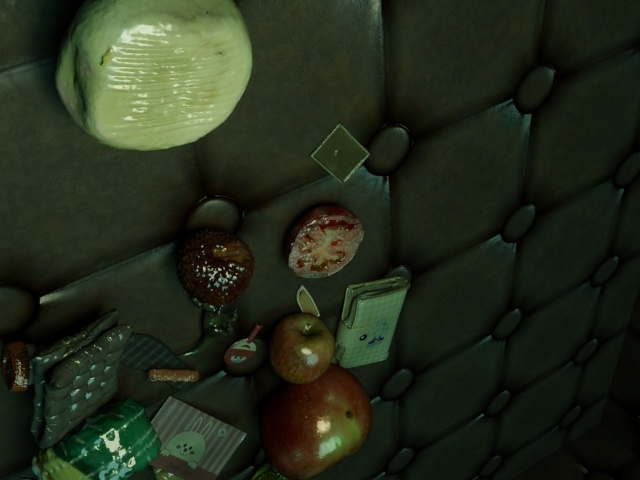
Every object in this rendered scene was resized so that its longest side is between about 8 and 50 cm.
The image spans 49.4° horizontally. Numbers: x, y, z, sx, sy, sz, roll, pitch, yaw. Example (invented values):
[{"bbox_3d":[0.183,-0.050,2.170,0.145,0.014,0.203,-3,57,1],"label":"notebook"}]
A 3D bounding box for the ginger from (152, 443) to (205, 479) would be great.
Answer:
[{"bbox_3d":[-0.385,0.637,2.050,0.213,0.074,0.137,-28,140,-9],"label":"ginger"}]

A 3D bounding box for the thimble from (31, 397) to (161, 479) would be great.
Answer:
[{"bbox_3d":[-0.546,0.519,1.705,0.288,0.254,0.167,-30,94,-20],"label":"thimble"}]

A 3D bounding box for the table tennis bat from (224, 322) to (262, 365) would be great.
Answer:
[{"bbox_3d":[-0.210,0.292,1.947,0.098,0.019,0.155,18,114,-42],"label":"table tennis bat"}]

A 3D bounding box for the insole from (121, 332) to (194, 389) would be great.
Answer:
[{"bbox_3d":[-0.430,0.317,1.811,0.110,0.012,0.309,-42,136,-2],"label":"insole"}]

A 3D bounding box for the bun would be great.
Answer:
[{"bbox_3d":[-0.306,-0.330,1.255,0.361,0.213,0.361,-28,151,-17],"label":"bun"}]

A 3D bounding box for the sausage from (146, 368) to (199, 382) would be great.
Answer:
[{"bbox_3d":[-0.385,0.357,1.841,0.157,0.042,0.036,13,76,-43],"label":"sausage"}]

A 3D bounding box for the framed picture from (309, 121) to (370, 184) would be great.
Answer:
[{"bbox_3d":[0.051,-0.214,1.739,0.109,0.011,0.149,-47,137,5],"label":"framed picture"}]

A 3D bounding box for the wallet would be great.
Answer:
[{"bbox_3d":[0.151,0.261,2.144,0.223,0.077,0.310,-12,130,-32],"label":"wallet"}]

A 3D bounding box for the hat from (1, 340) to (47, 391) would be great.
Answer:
[{"bbox_3d":[-0.634,0.277,1.583,0.162,0.093,0.112,-2,89,-43],"label":"hat"}]

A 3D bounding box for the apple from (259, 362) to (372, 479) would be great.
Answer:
[{"bbox_3d":[-0.015,0.532,2.052,0.348,0.277,0.348,-28,163,-9],"label":"apple"}]

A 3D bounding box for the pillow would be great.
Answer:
[{"bbox_3d":[-0.551,0.316,1.580,0.228,0.101,0.326,-36,161,-45],"label":"pillow"}]

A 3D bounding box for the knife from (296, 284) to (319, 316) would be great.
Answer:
[{"bbox_3d":[-0.025,0.218,2.013,0.046,0.022,0.256,-26,130,-7],"label":"knife"}]

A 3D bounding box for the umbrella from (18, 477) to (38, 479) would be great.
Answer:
[{"bbox_3d":[-0.743,0.641,1.839,0.013,0.022,0.122,-30,130,25],"label":"umbrella"}]

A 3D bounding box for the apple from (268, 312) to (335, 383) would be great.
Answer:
[{"bbox_3d":[-0.053,0.303,1.941,0.188,0.188,0.174,-12,139,-28],"label":"apple"}]

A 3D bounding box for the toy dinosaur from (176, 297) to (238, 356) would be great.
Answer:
[{"bbox_3d":[-0.312,0.203,1.802,0.178,0.087,0.187,-10,118,14],"label":"toy dinosaur"}]

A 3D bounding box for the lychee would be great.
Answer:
[{"bbox_3d":[-0.249,0.068,1.635,0.188,0.188,0.188,-19,132,-23],"label":"lychee"}]

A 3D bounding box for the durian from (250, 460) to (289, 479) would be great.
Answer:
[{"bbox_3d":[-0.147,0.783,2.320,0.220,0.095,0.137,-40,136,7],"label":"durian"}]

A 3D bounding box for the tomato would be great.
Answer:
[{"bbox_3d":[-0.001,-0.003,1.814,0.224,0.085,0.225,-21,136,-21],"label":"tomato"}]

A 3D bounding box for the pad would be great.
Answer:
[{"bbox_3d":[-0.373,0.582,1.990,0.299,0.005,0.202,38,86,-34],"label":"pad"}]
